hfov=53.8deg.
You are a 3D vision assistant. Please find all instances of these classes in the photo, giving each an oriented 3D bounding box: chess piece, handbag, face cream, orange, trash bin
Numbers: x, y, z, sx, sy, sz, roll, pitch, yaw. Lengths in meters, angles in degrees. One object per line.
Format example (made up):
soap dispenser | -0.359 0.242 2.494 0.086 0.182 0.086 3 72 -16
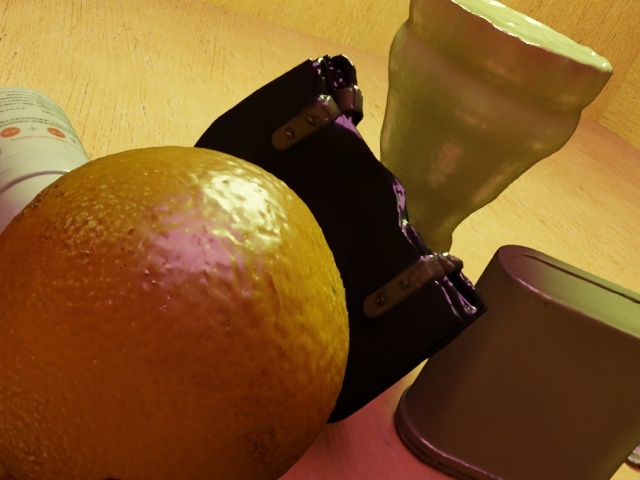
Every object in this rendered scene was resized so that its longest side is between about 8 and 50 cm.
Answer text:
chess piece | 0.127 -0.064 0.770 0.234 0.442 0.234 18 31 -12
handbag | 0.000 0.000 0.612 0.152 0.288 0.342 -26 85 -34
face cream | -0.317 -0.034 0.718 0.145 0.145 0.370 0 36 -36
orange | -0.115 0.065 0.466 0.274 0.274 0.274 17 28 -10
trash bin | 0.238 0.155 0.677 0.243 0.247 0.121 24 29 1

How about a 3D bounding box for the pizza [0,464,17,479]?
pizza | -0.256 0.163 0.518 0.134 0.046 0.175 20 27 -9

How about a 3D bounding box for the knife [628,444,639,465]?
knife | 0.503 0.321 0.795 0.365 0.043 0.089 33 29 21
